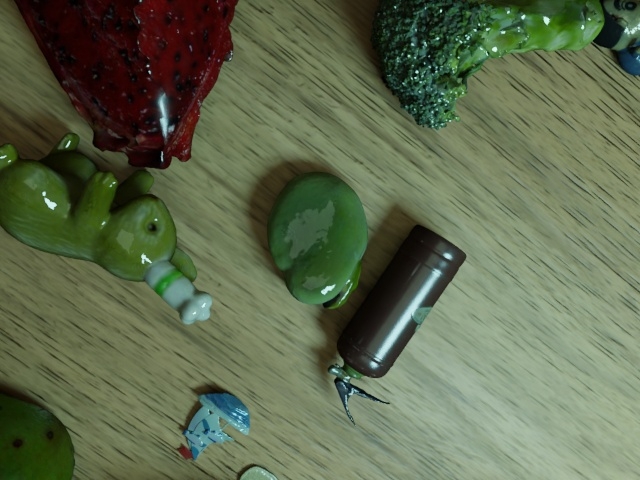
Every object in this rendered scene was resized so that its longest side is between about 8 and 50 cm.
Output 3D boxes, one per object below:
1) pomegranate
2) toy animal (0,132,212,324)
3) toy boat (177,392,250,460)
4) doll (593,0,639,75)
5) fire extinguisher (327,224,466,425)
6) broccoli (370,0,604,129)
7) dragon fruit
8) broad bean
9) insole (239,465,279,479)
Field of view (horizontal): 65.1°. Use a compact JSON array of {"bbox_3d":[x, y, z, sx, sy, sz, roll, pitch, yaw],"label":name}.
[{"bbox_3d":[-0.562,0.420,0.770,0.310,0.216,0.358,-1,96,-7],"label":"pomegranate"},{"bbox_3d":[-0.304,-0.027,0.768,0.363,0.181,0.180,23,103,-4],"label":"toy animal"},{"bbox_3d":[-0.195,0.318,0.881,0.149,0.034,0.105,-26,99,12],"label":"toy boat"},{"bbox_3d":[0.518,-0.338,0.831,0.179,0.102,0.089,37,131,-7],"label":"doll"},{"bbox_3d":[0.121,0.150,0.842,0.138,0.102,0.343,33,93,-7],"label":"fire extinguisher"},{"bbox_3d":[0.260,-0.307,0.777,0.362,0.221,0.251,7,59,-4],"label":"broccoli"},{"bbox_3d":[-0.278,-0.295,0.789,0.286,0.228,0.329,7,118,27],"label":"dragon fruit"},{"bbox_3d":[0.000,0.000,0.825,0.170,0.100,0.227,-16,94,-9],"label":"broad bean"},{"bbox_3d":[-0.063,0.512,0.910,0.081,0.011,0.247,-37,97,0],"label":"insole"}]
